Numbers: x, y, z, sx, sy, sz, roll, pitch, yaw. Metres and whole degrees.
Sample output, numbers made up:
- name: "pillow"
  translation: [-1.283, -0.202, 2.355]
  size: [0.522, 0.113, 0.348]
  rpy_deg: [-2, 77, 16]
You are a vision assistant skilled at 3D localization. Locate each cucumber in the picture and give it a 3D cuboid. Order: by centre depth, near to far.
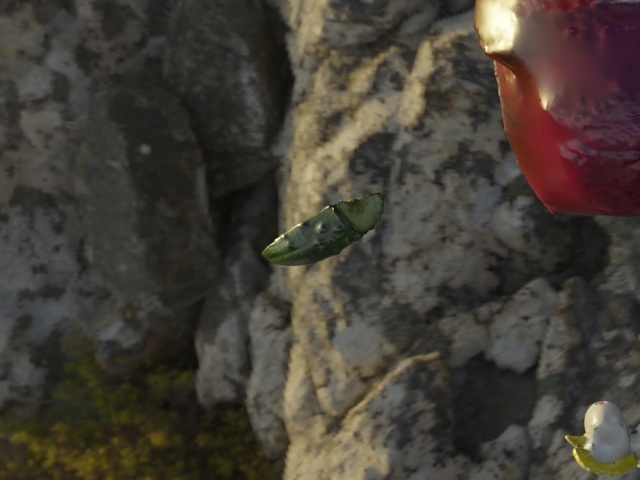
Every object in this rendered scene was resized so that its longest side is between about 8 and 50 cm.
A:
- name: "cucumber"
  translation: [0.000, 0.000, 1.061]
  size: [0.107, 0.067, 0.035]
  rpy_deg: [-31, 82, 40]

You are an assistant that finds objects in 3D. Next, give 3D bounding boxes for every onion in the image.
- name: "onion"
  translation: [0.364, -0.217, 1.222]
  size: [0.420, 0.398, 0.398]
  rpy_deg: [-2, 90, 26]

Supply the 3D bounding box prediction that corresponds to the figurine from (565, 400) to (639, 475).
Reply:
- name: "figurine"
  translation: [0.456, 0.309, 1.953]
  size: [0.178, 0.129, 0.109]
  rpy_deg: [18, 141, -12]
